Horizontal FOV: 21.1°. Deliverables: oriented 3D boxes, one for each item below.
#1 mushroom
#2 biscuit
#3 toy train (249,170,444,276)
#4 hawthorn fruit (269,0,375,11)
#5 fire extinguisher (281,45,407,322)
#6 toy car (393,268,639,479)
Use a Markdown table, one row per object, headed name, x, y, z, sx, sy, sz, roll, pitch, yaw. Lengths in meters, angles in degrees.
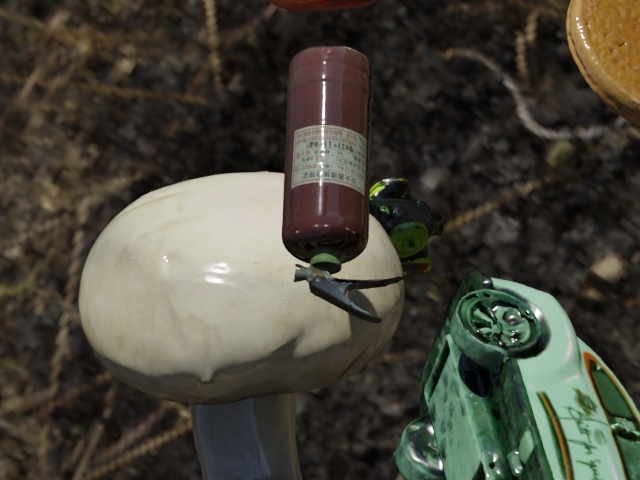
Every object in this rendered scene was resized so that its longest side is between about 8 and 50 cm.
| name | x | y | z | sx | sy | sz | roll | pitch | yaw |
| --- | --- | --- | --- | --- | --- | --- | --- | --- | --- |
| mushroom | -0.079 | 0.075 | 1.646 | 0.315 | 0.315 | 0.356 | -26 | 46 | 35 |
| biscuit | 0.382 | -0.173 | 1.764 | 0.202 | 0.289 | 0.044 | -58 | 1 | -37 |
| toy train | 0.000 | 0.000 | 2.032 | 0.160 | 0.296 | 0.100 | -62 | 36 | 41 |
| hawthorn fruit | 0.004 | -0.315 | 1.760 | 0.179 | 0.173 | 0.173 | -1 | 58 | 6 |
| fire extinguisher | 0.019 | -0.043 | 1.376 | 0.071 | 0.099 | 0.231 | 106 | 166 | -62 |
| toy car | 0.132 | 0.156 | 0.978 | 0.305 | 0.125 | 0.136 | -105 | 25 | -46 |
